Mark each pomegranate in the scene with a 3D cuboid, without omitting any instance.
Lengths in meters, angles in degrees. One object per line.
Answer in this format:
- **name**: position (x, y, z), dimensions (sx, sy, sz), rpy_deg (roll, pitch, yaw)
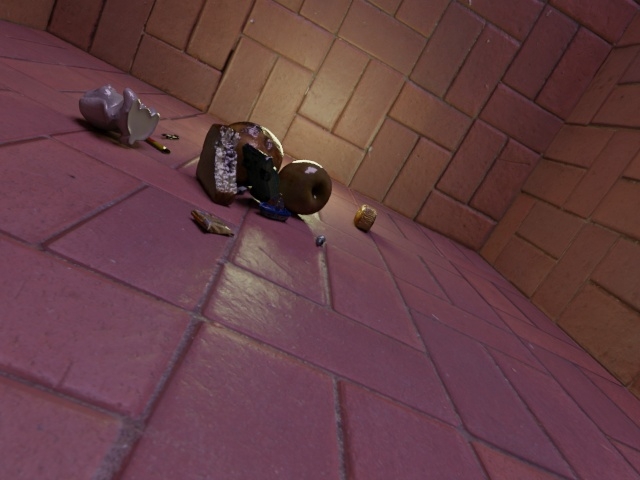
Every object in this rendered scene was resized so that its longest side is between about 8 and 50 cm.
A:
- **pomegranate**: position (-0.335, -0.402, 2.094), dimensions (0.322, 0.322, 0.322), rpy_deg (27, 15, -8)

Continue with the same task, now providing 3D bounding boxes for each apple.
- **apple**: position (-0.087, -0.247, 2.092), dimensions (0.257, 0.256, 0.234), rpy_deg (15, 3, -42)

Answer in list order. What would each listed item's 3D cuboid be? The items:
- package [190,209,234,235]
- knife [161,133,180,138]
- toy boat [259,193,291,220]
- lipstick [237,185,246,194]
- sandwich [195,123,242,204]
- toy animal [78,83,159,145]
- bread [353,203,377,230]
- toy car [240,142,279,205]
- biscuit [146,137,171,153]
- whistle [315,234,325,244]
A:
- **package**: position (-0.340, -0.054, 1.403), dimensions (0.108, 0.031, 0.121), rpy_deg (39, 13, 34)
- **knife**: position (-0.743, -0.517, 2.233), dimensions (0.046, 0.021, 0.222), rpy_deg (28, 11, -6)
- **toy boat**: position (-0.185, -0.145, 1.834), dimensions (0.091, 0.110, 0.175), rpy_deg (38, 19, 33)
- **lipstick**: position (-0.350, -0.210, 1.918), dimensions (0.025, 0.025, 0.107), rpy_deg (30, 20, 6)
- **sandwich**: position (-0.382, -0.302, 1.730), dimensions (0.100, 0.254, 0.288), rpy_deg (15, 22, -37)
- **toy animal**: position (-0.812, -0.499, 1.752), dimensions (0.265, 0.205, 0.272), rpy_deg (21, -1, 6)
- **bread**: position (0.255, -0.135, 2.562), dimensions (0.114, 0.132, 0.190), rpy_deg (25, 13, -7)
- **toy car**: position (-0.234, -0.257, 1.850), dimensions (0.142, 0.097, 0.320), rpy_deg (34, -25, 21)
- **biscuit**: position (-0.777, -0.457, 1.971), dimensions (0.292, 0.026, 0.048), rpy_deg (33, -4, 15)
- **whistle**: position (0.000, 0.000, 1.831), dimensions (0.035, 0.035, 0.100), rpy_deg (29, 16, 2)
